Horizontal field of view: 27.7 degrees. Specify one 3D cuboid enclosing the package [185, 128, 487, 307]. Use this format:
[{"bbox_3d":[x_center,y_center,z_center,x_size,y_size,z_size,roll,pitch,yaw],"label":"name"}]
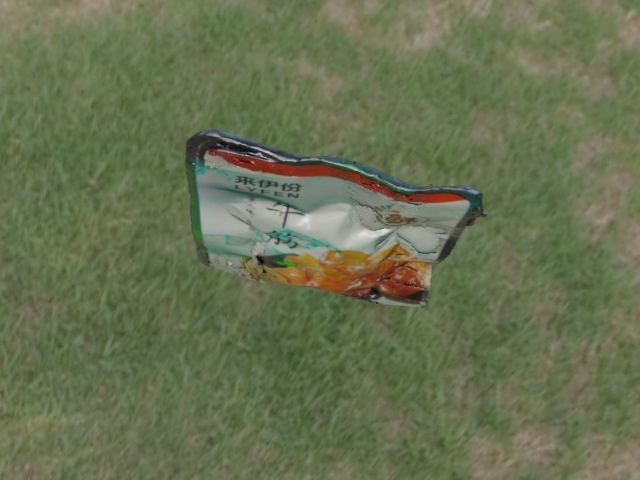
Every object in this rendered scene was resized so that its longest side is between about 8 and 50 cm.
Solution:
[{"bbox_3d":[0.000,0.000,0.780,0.166,0.232,0.040,11,73,-2],"label":"package"}]
